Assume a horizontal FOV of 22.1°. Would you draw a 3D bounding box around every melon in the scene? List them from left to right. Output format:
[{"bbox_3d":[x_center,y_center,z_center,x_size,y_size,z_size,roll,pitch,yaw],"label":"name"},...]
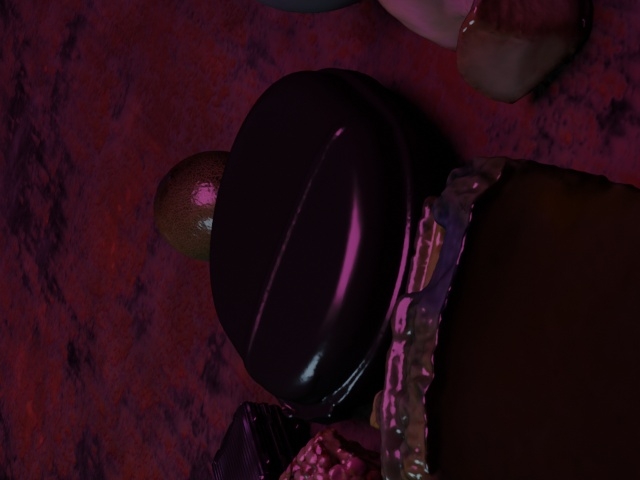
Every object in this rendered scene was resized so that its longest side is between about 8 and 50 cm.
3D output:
[{"bbox_3d":[-0.097,-0.032,1.478,0.162,0.099,0.099,168,112,-70],"label":"melon"}]

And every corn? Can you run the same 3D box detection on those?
[{"bbox_3d":[-0.031,0.256,1.224,0.280,0.092,0.092,-63,29,22],"label":"corn"}]

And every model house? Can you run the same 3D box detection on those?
[{"bbox_3d":[0.089,0.056,0.968,0.211,0.170,0.194,-1,80,65],"label":"model house"}]

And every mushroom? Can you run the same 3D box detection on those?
[{"bbox_3d":[0.068,-0.211,1.131,0.162,0.173,0.236,135,139,-53],"label":"mushroom"}]

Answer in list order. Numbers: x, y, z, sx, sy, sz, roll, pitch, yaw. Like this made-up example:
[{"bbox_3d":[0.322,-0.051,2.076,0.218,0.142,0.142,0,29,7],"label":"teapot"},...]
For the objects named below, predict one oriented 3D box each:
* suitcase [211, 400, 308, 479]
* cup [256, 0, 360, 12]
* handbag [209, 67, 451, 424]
[{"bbox_3d":[-0.042,0.193,1.310,0.086,0.059,0.126,-64,26,25],"label":"suitcase"},{"bbox_3d":[-0.038,-0.322,1.365,0.205,0.205,0.312,-66,28,23],"label":"cup"},{"bbox_3d":[-0.001,0.000,1.270,0.254,0.093,0.308,-68,27,18],"label":"handbag"}]
